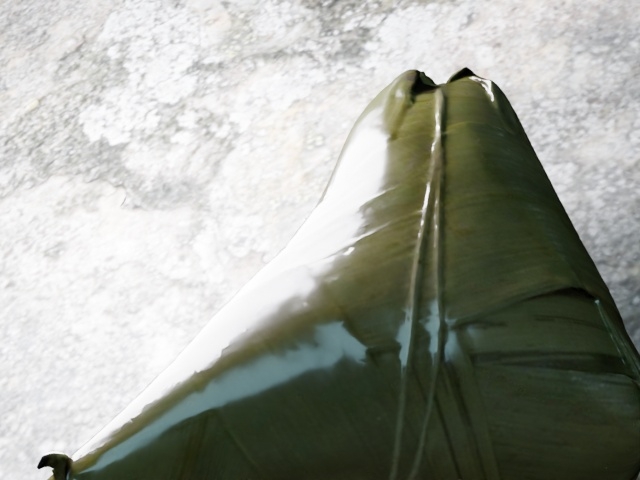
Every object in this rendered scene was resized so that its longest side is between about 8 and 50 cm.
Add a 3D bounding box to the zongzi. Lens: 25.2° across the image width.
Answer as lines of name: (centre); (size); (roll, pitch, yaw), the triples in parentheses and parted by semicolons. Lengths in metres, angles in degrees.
zongzi: (0.000, 0.000, 0.995); (0.418, 0.181, 0.447); (-3, 43, -12)
